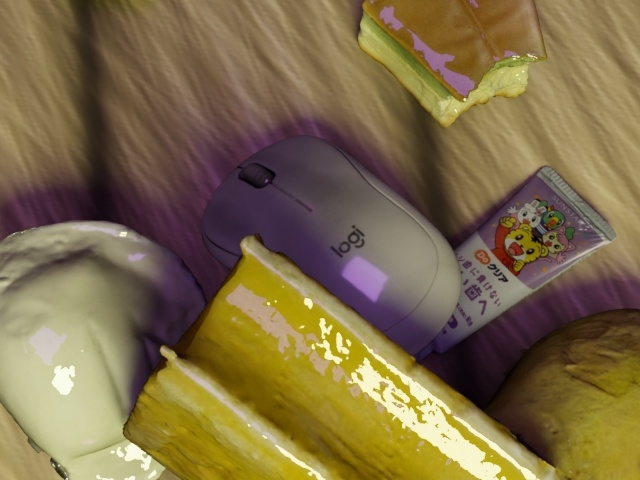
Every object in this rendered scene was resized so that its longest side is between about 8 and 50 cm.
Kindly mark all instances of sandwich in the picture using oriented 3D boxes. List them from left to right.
[{"bbox_3d":[0.179,-0.252,0.876,0.186,0.108,0.220,44,80,7],"label":"sandwich"}]

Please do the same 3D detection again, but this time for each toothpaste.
[{"bbox_3d":[0.179,0.038,0.849,0.299,0.073,0.114,-36,69,-11],"label":"toothpaste"}]

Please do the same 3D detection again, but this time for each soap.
[{"bbox_3d":[0.007,0.182,0.663,0.335,0.293,0.156,37,59,-4],"label":"soap"}]

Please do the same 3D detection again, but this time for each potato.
[{"bbox_3d":[0.277,0.183,0.763,0.266,0.229,0.229,-34,82,-21],"label":"potato"}]

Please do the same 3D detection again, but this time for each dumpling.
[{"bbox_3d":[-0.221,0.111,0.804,0.227,0.243,0.175,-24,42,-22],"label":"dumpling"}]

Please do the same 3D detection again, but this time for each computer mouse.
[{"bbox_3d":[0.000,0.000,0.788,0.184,0.121,0.297,-41,66,-7],"label":"computer mouse"}]
